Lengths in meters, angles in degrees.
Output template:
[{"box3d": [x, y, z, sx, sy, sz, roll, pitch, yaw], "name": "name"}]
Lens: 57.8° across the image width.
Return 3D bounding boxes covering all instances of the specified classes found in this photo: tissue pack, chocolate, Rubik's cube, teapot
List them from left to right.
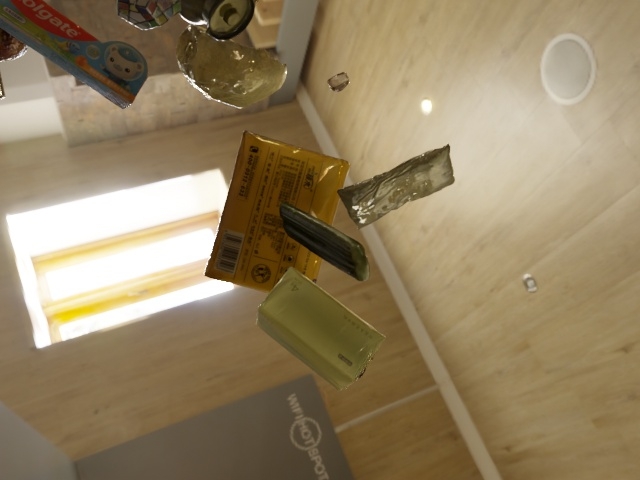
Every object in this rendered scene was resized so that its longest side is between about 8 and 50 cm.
[{"box3d": [-0.257, -0.369, 0.859, 0.111, 0.111, 0.093, 147, -40, -69], "name": "Rubik's cube"}, {"box3d": [-0.169, -0.430, 1.007, 0.119, 0.166, 0.130, 51, -10, 15], "name": "teapot"}, {"box3d": [-0.115, -0.058, 1.513, 0.228, 0.294, 0.381, -117, -137, -85], "name": "tissue pack"}, {"box3d": [-0.006, 0.179, 1.151, 0.234, 0.125, 0.159, 37, -20, 5], "name": "tissue pack"}, {"box3d": [0.057, -0.460, 1.701, 0.100, 0.065, 0.031, -105, 169, -59], "name": "chocolate"}]

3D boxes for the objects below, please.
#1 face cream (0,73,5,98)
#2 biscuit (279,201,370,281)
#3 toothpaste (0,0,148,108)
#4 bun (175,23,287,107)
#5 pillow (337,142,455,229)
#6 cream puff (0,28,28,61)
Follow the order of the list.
[{"box3d": [-0.626, -0.391, 1.025, 0.073, 0.073, 0.283, -151, -126, -62], "name": "face cream"}, {"box3d": [0.000, 0.000, 1.221, 0.322, 0.038, 0.099, 33, -34, 53], "name": "biscuit"}, {"box3d": [-0.325, -0.263, 0.771, 0.044, 0.193, 0.070, -1, -120, 56], "name": "toothpaste"}, {"box3d": [-0.301, -0.547, 1.887, 0.364, 0.365, 0.202, 38, -69, 57], "name": "bun"}, {"box3d": [0.154, -0.105, 1.139, 0.050, 0.230, 0.148, 69, 10, 25], "name": "pillow"}, {"box3d": [-0.624, -0.430, 1.150, 0.149, 0.084, 0.148, 8, -77, 36], "name": "cream puff"}]
